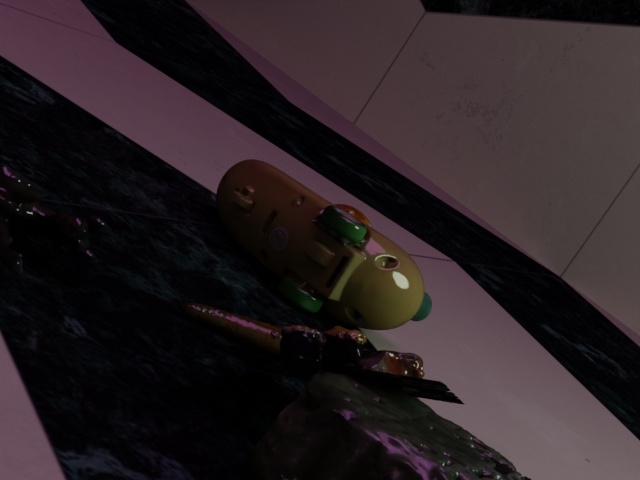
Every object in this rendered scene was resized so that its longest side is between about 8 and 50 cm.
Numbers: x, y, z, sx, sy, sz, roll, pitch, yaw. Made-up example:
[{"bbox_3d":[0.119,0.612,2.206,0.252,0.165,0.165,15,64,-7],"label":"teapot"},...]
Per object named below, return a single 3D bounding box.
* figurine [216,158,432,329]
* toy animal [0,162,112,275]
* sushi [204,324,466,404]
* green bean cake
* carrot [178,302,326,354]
[{"bbox_3d":[0.000,0.000,1.645,0.324,0.124,0.222,36,12,32],"label":"figurine"},{"bbox_3d":[-0.306,-0.035,1.156,0.232,0.084,0.148,26,-4,-4],"label":"toy animal"},{"bbox_3d":[0.023,0.104,1.171,0.210,0.040,0.193,8,-12,14],"label":"sushi"},{"bbox_3d":[0.066,0.206,1.032,0.227,0.125,0.222,33,11,24],"label":"green bean cake"},{"bbox_3d":[-0.034,0.109,1.334,0.254,0.049,0.049,22,16,-26],"label":"carrot"}]
